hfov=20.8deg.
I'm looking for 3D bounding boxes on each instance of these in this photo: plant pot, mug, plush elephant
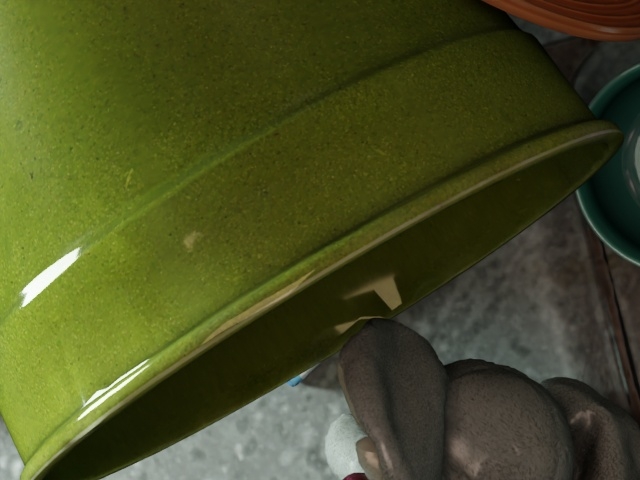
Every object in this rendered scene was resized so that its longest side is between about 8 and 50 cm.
[{"bbox_3d":[-0.084,-0.104,0.952,0.366,0.366,0.353,-34,82,16],"label":"plant pot"},{"bbox_3d":[0.225,-0.034,1.058,0.129,0.097,0.158,-10,92,16],"label":"mug"},{"bbox_3d":[0.063,0.183,1.053,0.330,0.272,0.255,-19,52,43],"label":"plush elephant"}]

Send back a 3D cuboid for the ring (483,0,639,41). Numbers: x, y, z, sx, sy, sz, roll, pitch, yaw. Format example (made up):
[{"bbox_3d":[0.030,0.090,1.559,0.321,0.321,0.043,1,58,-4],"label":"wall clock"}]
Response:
[{"bbox_3d":[0.073,-0.237,0.966,0.336,0.336,0.032,44,122,9],"label":"ring"}]

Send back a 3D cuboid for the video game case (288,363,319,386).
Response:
[{"bbox_3d":[0.000,0.000,1.170,0.166,0.015,0.119,-45,82,15],"label":"video game case"}]
